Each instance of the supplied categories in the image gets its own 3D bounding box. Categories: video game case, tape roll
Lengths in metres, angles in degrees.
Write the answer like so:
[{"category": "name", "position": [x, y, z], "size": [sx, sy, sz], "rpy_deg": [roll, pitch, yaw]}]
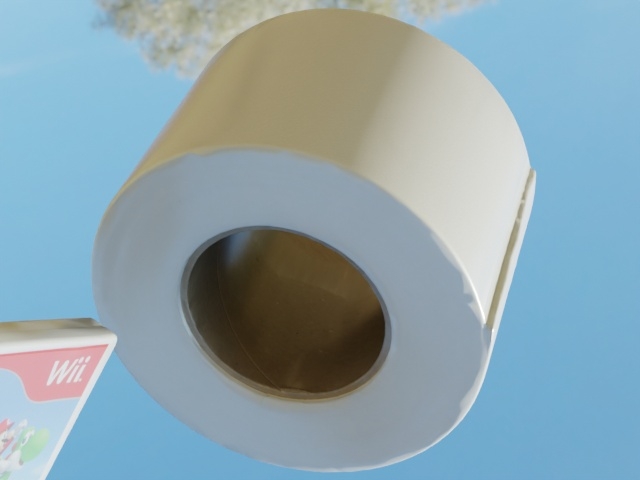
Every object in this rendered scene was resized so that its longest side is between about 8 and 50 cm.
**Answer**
[{"category": "video game case", "position": [-0.224, 0.169, 0.729], "size": [0.025, 0.285, 0.204], "rpy_deg": [31, -170, 19]}, {"category": "tape roll", "position": [0.000, 0.000, 0.884], "size": [0.246, 0.246, 0.169], "rpy_deg": [-5, -147, 21]}]
